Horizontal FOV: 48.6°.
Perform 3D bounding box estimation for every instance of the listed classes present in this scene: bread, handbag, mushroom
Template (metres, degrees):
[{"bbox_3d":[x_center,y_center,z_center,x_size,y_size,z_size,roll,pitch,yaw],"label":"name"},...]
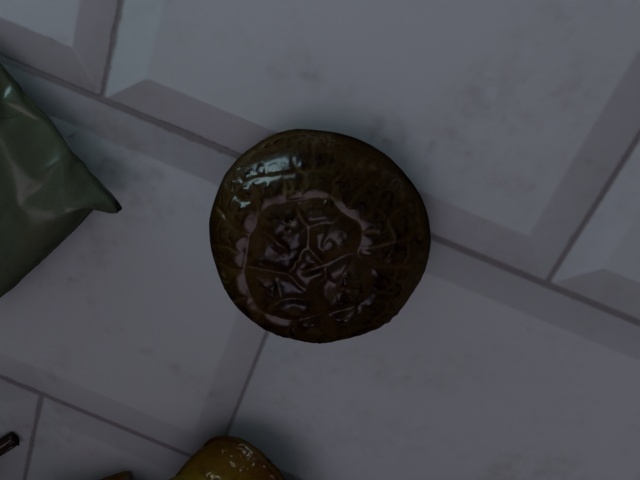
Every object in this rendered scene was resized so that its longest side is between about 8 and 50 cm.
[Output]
[{"bbox_3d":[-0.140,0.403,1.016,0.195,0.143,0.269,36,130,23],"label":"bread"},{"bbox_3d":[-0.425,-0.054,0.874,0.316,0.109,0.253,-35,97,25],"label":"handbag"},{"bbox_3d":[0.000,0.000,0.792,0.253,0.153,0.253,1,110,3],"label":"mushroom"}]

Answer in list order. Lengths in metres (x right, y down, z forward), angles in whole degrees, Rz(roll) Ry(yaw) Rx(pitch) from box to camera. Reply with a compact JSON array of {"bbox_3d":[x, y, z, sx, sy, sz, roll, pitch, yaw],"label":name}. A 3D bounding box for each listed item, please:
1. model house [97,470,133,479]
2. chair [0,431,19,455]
[{"bbox_3d":[-0.335,0.500,1.073,0.202,0.237,0.237,-24,131,1],"label":"model house"},{"bbox_3d":[-0.634,0.406,1.063,0.326,0.183,0.175,-31,126,9],"label":"chair"}]
